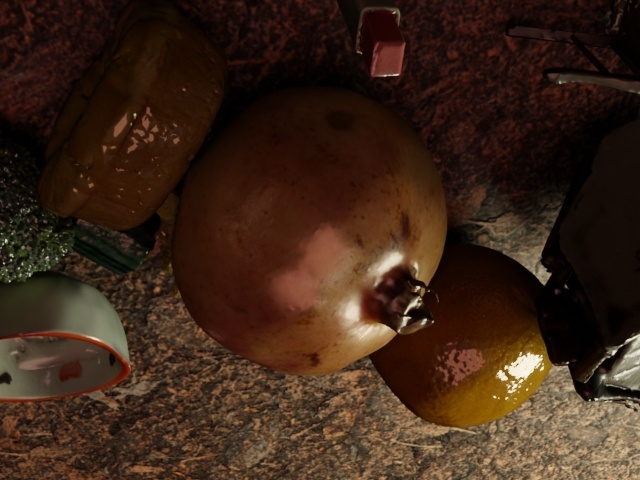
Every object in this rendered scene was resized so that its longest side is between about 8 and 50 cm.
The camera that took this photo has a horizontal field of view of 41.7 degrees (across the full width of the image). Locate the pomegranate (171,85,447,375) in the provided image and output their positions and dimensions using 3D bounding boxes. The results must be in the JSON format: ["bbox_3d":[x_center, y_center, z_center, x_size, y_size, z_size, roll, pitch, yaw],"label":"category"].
[{"bbox_3d":[0.000,0.000,0.955,0.338,0.338,0.338,-4,127,-6],"label":"pomegranate"}]

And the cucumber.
[{"bbox_3d":[-0.276,-0.014,1.078,0.116,0.062,0.115,-41,125,22],"label":"cucumber"}]

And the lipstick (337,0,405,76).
[{"bbox_3d":[0.039,-0.238,0.802,0.051,0.312,0.051,-2,126,-8],"label":"lipstick"}]

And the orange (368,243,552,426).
[{"bbox_3d":[0.196,0.126,1.139,0.264,0.264,0.264,-4,127,-6],"label":"orange"}]

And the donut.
[{"bbox_3d":[-0.207,-0.125,0.916,0.128,0.209,0.261,26,123,-26],"label":"donut"}]

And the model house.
[{"bbox_3d":[0.381,0.044,1.085,0.297,0.317,0.282,-13,147,-6],"label":"model house"}]

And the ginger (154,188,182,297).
[{"bbox_3d":[-0.162,0.012,1.102,0.115,0.081,0.205,-24,133,24],"label":"ginger"}]

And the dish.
[{"bbox_3d":[-0.375,0.117,1.097,0.256,0.117,0.256,-7,153,-3],"label":"dish"}]

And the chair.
[{"bbox_3d":[0.391,-0.252,0.930,0.319,0.186,0.160,5,120,-9],"label":"chair"}]

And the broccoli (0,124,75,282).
[{"bbox_3d":[-0.407,-0.041,0.971,0.226,0.176,0.198,20,84,-52],"label":"broccoli"}]
